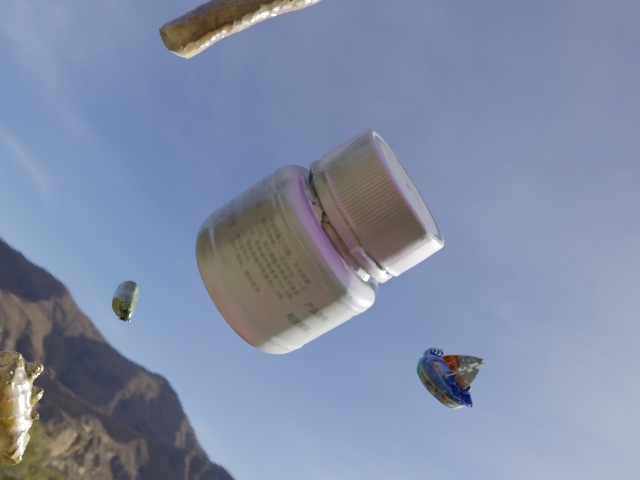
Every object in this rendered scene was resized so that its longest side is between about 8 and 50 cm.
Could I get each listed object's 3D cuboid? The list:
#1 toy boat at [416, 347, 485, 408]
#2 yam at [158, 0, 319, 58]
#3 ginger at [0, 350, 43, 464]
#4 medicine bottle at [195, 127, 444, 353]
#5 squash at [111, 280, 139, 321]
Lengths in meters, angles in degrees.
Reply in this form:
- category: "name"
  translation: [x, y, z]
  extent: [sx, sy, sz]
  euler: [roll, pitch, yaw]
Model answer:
- category: "toy boat"
  translation: [0.230, 0.221, 1.142]
  extent: [0.110, 0.091, 0.175]
  euler: [-29, -45, 26]
- category: "yam"
  translation: [-0.091, -0.347, 0.980]
  extent: [0.066, 0.299, 0.066]
  euler: [60, -11, 19]
- category: "ginger"
  translation: [-0.452, 0.223, 0.956]
  extent: [0.081, 0.115, 0.205]
  euler: [16, -42, 30]
- category: "medicine bottle"
  translation: [0.000, 0.000, 0.975]
  extent: [0.241, 0.302, 0.241]
  euler: [52, 16, -22]
- category: "squash"
  translation: [-0.396, 0.122, 1.361]
  extent: [0.052, 0.052, 0.183]
  euler: [58, -4, -19]
